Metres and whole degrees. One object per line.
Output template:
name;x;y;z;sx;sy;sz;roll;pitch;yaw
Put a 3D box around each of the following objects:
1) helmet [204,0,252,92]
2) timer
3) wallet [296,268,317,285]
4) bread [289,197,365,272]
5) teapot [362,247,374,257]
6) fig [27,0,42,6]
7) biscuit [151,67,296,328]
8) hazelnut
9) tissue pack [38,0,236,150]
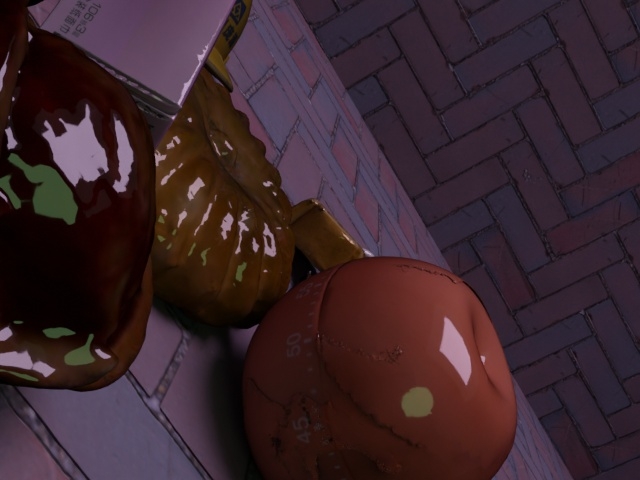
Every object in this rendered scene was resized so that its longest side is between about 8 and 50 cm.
helmet;-0.145;-0.296;0.854;0.257;0.140;0.205;42;0;30
timer;0.048;0.129;0.669;0.229;0.215;0.229;50;27;-38
wallet;0.057;0.177;0.954;0.262;0.071;0.221;47;20;-19
bread;0.000;0.000;1.063;0.122;0.073;0.149;49;3;7
teapot;0.095;0.096;1.204;0.226;0.092;0.145;50;15;-35
fig;-0.234;-0.247;0.493;0.205;0.205;0.205;56;14;-22
biscuit;-0.123;-0.071;0.728;0.326;0.107;0.326;53;13;-19
hazelnut;-0.145;-0.018;0.374;0.202;0.160;0.170;31;67;-62
tissue pack;-0.121;-0.151;0.539;0.092;0.148;0.246;29;53;-16
